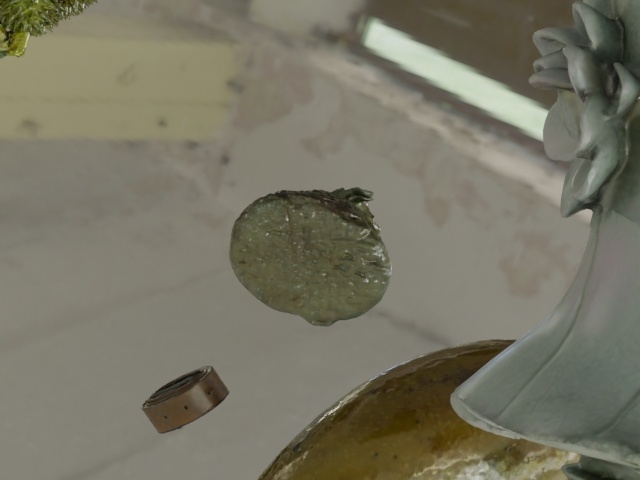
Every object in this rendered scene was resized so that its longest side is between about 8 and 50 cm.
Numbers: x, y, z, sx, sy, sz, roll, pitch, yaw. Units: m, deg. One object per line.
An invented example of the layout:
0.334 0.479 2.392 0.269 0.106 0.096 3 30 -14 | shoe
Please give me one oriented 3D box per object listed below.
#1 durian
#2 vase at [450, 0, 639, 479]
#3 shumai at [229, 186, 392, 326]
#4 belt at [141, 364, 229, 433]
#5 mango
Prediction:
-0.294 -0.288 1.489 0.146 0.159 0.198 -15 -155 21 | durian
0.207 -0.094 0.599 0.250 0.445 0.250 19 -178 -1 | vase
0.000 -0.001 1.099 0.124 0.099 0.087 21 -152 7 | shumai
-0.123 0.142 1.337 0.036 0.083 0.059 57 -149 -12 | belt
0.065 0.192 1.220 0.329 0.176 0.175 -19 -161 -4 | mango
